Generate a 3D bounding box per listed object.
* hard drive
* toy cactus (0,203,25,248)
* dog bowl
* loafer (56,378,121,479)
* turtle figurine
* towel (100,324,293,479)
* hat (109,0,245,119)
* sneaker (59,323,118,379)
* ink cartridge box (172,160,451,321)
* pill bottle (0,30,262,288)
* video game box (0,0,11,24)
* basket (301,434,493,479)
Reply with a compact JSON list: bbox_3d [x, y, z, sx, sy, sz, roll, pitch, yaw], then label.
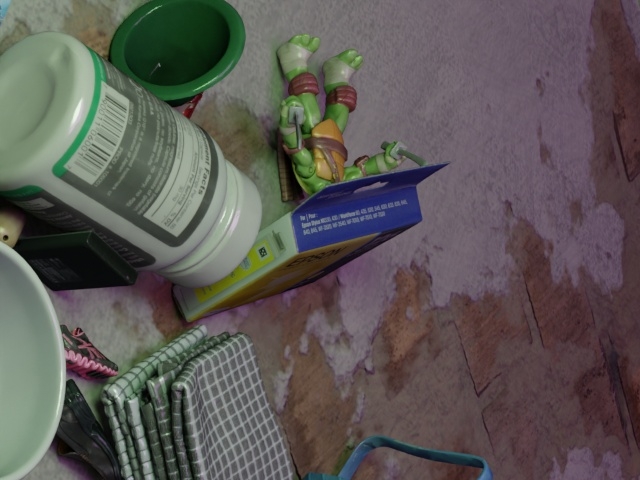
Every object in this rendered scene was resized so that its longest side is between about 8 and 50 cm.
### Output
[{"bbox_3d":[-0.298,0.026,1.945,0.094,0.135,0.022,47,51,-40],"label":"hard drive"},{"bbox_3d":[-0.397,0.014,1.867,0.180,0.112,0.219,-60,132,-63],"label":"toy cactus"},{"bbox_3d":[-0.385,0.129,1.670,0.265,0.104,0.264,29,57,-56],"label":"dog bowl"},{"bbox_3d":[-0.298,0.246,2.000,0.061,0.062,0.170,-30,124,-9],"label":"loafer"},{"bbox_3d":[0.034,-0.177,2.333,0.274,0.198,0.266,103,-18,-63],"label":"turtle figurine"},{"bbox_3d":[-0.147,0.271,2.118,0.235,0.121,0.283,-31,111,-58],"label":"towel"},{"bbox_3d":[-0.186,-0.203,2.174,0.208,0.173,0.183,-38,151,-15],"label":"hat"},{"bbox_3d":[-0.295,0.138,2.020,0.119,0.047,0.057,32,50,-49],"label":"sneaker"},{"bbox_3d":[0.000,0.000,2.210,0.304,0.307,0.072,-14,78,-53],"label":"ink cartridge box"},{"bbox_3d":[-0.245,-0.085,1.972,0.361,0.204,0.204,36,59,-46],"label":"pill bottle"},{"bbox_3d":[-0.460,-0.262,1.835,0.205,0.048,0.187,44,55,-42],"label":"video game box"},{"bbox_3d":[0.085,0.407,2.322,0.289,0.255,0.201,-47,121,-31],"label":"basket"}]
